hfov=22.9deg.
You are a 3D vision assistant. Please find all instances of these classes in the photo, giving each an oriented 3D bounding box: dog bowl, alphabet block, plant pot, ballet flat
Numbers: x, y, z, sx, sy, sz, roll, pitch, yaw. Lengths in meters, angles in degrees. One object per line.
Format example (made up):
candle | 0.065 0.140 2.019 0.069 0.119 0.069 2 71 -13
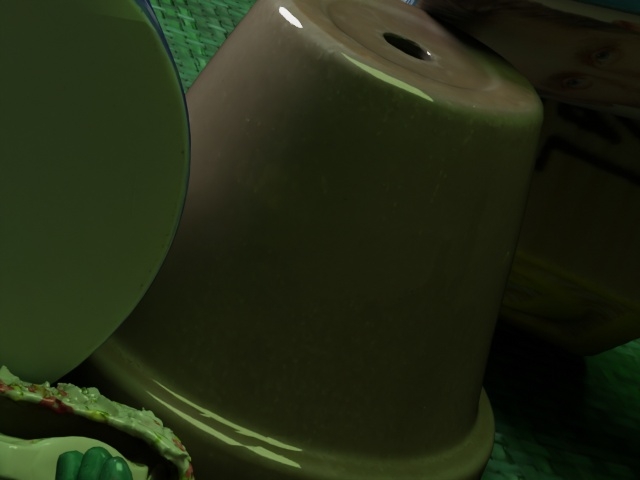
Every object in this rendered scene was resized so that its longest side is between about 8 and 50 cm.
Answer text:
dog bowl | -0.191 -0.046 0.655 0.265 0.265 0.104 13 27 -28
alphabet block | 0.152 -0.057 1.044 0.193 0.197 0.192 23 -12 -1
plant pot | 0.000 0.000 0.804 0.263 0.229 0.263 22 23 -10
ballet flat | -0.154 0.080 0.633 0.241 0.091 0.077 10 -6 -32

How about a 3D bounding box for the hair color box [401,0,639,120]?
hair color box | 0.221 -0.130 0.883 0.347 0.105 0.174 12 -12 -5

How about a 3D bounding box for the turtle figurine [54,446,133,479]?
turtle figurine | -0.173 0.128 0.494 0.175 0.118 0.234 -10 -1 42
